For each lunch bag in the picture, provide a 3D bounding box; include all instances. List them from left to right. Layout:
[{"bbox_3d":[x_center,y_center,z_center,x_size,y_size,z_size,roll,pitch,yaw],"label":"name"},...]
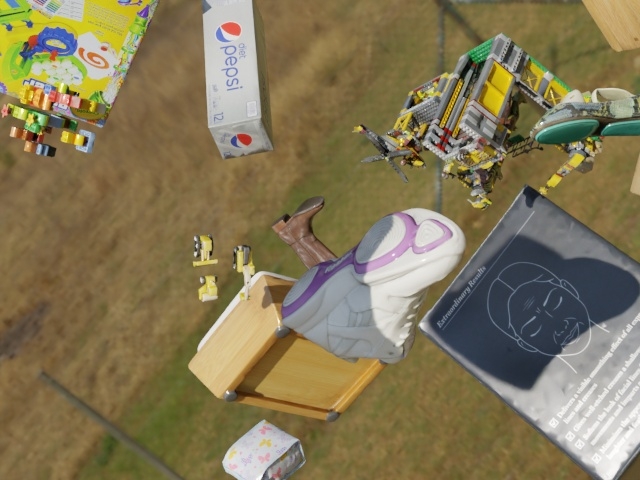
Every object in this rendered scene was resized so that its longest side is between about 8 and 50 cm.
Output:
[{"bbox_3d":[-0.073,0.278,1.344,0.071,0.053,0.083,20,42,40],"label":"lunch bag"}]

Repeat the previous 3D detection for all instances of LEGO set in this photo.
[{"bbox_3d":[0.227,-0.129,1.532,0.331,0.255,0.192,-11,47,52],"label":"LEGO set"}]

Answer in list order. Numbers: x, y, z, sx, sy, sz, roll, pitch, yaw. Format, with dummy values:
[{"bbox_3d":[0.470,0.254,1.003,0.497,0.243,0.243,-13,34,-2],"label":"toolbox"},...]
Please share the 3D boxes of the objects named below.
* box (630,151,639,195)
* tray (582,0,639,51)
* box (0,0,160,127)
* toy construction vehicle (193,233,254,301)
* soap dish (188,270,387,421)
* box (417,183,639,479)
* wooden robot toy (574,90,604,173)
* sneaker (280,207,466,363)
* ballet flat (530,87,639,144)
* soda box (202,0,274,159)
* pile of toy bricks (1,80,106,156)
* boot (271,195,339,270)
[{"bbox_3d":[0.400,-0.115,1.145,0.201,0.021,0.165,-113,35,-78],"label":"box"},{"bbox_3d":[0.159,-0.348,0.684,0.203,0.411,0.076,-48,23,-23],"label":"tray"},{"bbox_3d":[-0.453,-0.385,1.779,0.279,0.289,0.177,-60,28,23],"label":"box"},{"bbox_3d":[-0.134,0.040,1.488,0.035,0.085,0.098,32,122,59],"label":"toy construction vehicle"},{"bbox_3d":[-0.033,0.181,1.728,0.229,0.290,0.118,-50,40,28],"label":"soap dish"},{"bbox_3d":[0.411,0.156,1.675,0.395,0.212,0.293,41,97,29],"label":"box"},{"bbox_3d":[0.529,-0.213,2.164,0.079,0.076,0.173,147,125,-61],"label":"wooden robot toy"},{"bbox_3d":[0.085,0.062,1.255,0.305,0.152,0.114,-32,22,51],"label":"sneaker"},{"bbox_3d":[0.337,-0.158,1.326,0.070,0.188,0.070,176,90,-68],"label":"ballet flat"},{"bbox_3d":[-0.139,-0.282,1.784,0.091,0.098,0.286,-10,58,7],"label":"soda box"},{"bbox_3d":[-0.433,-0.190,1.626,0.212,0.105,0.118,19,97,45],"label":"pile of toy bricks"},{"bbox_3d":[0.000,0.000,1.496,0.106,0.114,0.037,-28,18,43],"label":"boot"}]
